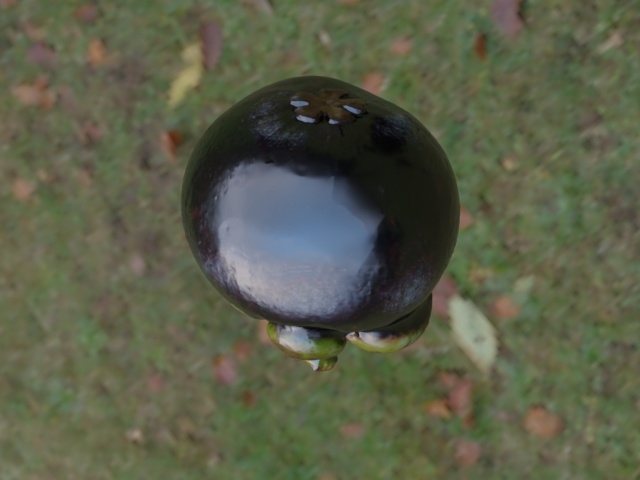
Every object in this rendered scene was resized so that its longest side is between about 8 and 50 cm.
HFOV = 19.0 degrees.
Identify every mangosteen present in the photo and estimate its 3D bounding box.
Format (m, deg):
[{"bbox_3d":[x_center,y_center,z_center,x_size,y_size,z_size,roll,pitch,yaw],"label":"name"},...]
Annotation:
[{"bbox_3d":[0.000,0.000,0.919,0.137,0.137,0.151,21,130,31],"label":"mangosteen"}]
